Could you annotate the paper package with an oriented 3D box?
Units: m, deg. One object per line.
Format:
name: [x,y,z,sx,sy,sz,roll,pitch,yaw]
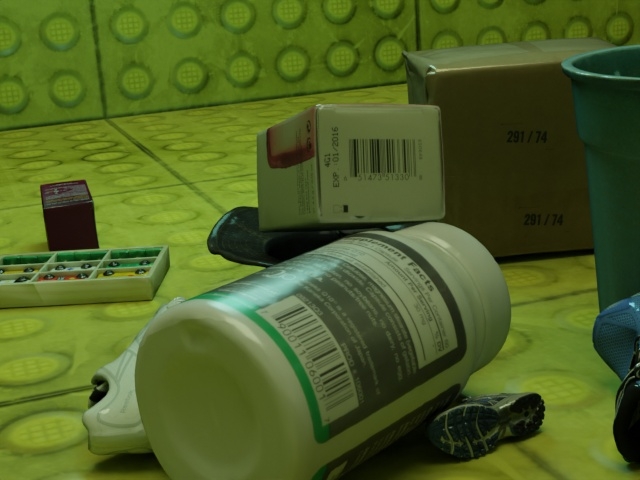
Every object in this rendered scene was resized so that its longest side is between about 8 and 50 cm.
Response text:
paper package: [0.300,-0.137,1.664,0.325,0.309,0.168,-7,20,-7]

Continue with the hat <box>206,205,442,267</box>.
hat: [0.021,0.051,1.405,0.331,0.134,0.331,4,18,-1]

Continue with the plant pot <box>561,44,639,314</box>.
plant pot: [0.445,-0.039,1.242,0.341,0.334,0.341,-4,16,1]

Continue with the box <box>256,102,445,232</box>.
box: [0.027,-0.078,1.270,0.149,0.126,0.232,-2,-1,-19]

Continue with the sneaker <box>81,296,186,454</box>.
sneaker: [-0.185,0.142,1.191,0.118,0.110,0.292,-13,15,0]

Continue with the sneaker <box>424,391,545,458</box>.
sneaker: [0.152,0.177,1.087,0.135,0.052,0.058,-5,4,-31]

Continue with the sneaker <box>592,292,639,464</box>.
sneaker: [0.330,0.132,1.042,0.147,0.129,0.330,-5,16,-11]

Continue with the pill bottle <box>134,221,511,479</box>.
pill bottle: [0.019,0.106,1.069,0.204,0.204,0.361,9,20,39]

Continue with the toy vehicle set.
toy vehicle set: [-0.368,0.053,1.656,0.267,0.035,0.166,-3,15,2]

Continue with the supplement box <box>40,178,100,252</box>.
supplement box: [-0.415,-0.031,1.840,0.081,0.104,0.188,-8,16,-14]
